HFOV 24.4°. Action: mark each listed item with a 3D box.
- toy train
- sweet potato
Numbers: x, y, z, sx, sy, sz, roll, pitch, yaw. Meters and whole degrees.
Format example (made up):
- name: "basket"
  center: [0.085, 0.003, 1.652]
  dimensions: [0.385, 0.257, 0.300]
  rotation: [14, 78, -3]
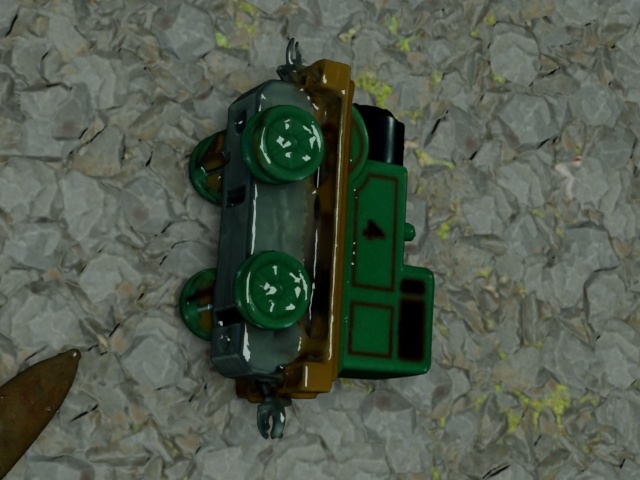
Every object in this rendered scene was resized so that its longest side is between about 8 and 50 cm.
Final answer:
- name: "toy train"
  center: [0.000, 0.000, 1.581]
  dimensions: [0.249, 0.178, 0.429]
  rotation: [9, 78, -26]
- name: "sweet potato"
  center: [-0.346, 0.250, 1.472]
  dimensions: [0.108, 0.079, 0.346]
  rotation: [28, 76, -24]
